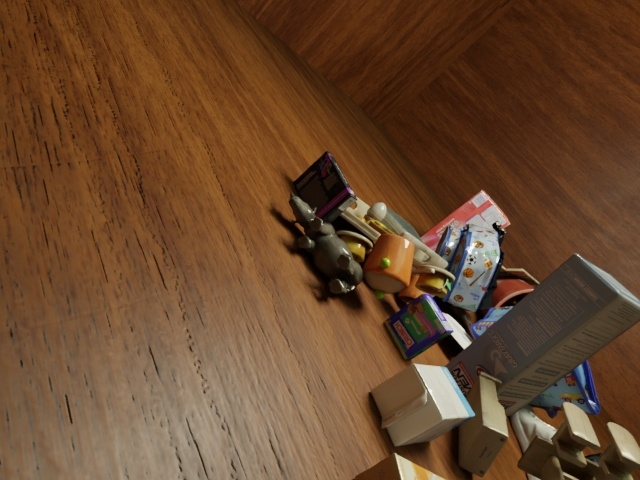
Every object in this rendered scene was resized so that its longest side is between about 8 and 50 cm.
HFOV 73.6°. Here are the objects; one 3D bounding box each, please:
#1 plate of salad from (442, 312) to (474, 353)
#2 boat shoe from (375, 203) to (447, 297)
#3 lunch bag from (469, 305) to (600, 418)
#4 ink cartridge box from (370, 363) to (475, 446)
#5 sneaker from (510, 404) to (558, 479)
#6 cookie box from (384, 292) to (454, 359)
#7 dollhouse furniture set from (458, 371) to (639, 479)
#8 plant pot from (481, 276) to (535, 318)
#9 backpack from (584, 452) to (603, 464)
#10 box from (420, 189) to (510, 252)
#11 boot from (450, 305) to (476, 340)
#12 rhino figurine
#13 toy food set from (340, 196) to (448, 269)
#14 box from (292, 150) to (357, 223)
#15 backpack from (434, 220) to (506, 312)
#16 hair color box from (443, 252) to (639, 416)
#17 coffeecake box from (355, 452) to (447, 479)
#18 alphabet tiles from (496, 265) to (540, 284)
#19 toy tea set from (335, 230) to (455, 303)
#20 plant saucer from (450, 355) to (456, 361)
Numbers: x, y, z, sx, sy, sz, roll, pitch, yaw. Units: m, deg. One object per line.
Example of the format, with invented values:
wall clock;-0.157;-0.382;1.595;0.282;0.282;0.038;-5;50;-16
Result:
plate of salad;0.361;0.262;1.115;0.200;0.048;0.200;44;11;-11
boat shoe;0.239;0.025;1.229;0.320;0.103;0.118;54;22;23
lunch bag;0.559;0.325;1.103;0.138;0.221;0.293;-24;95;-39
ink cartridge box;0.156;0.255;0.669;0.143;0.092;0.090;25;31;-47
sneaker;0.537;0.472;1.001;0.106;0.123;0.290;45;20;-5
cookie box;0.196;0.174;0.862;0.040;0.107;0.091;17;37;-50
dollhouse furniture set;0.382;0.370;0.763;0.242;0.212;0.161;24;20;11
plant pot;0.688;0.258;1.496;0.272;0.272;0.265;47;13;-5
backpack;0.684;0.596;1.073;0.098;0.120;0.101;16;39;-56
box;0.512;-0.033;1.553;0.154;0.300;0.142;51;22;8
boot;0.448;0.259;1.310;0.106;0.037;0.114;34;30;-28
rhino figurine;0.000;0.000;0.824;0.243;0.073;0.106;56;9;22
toy food set;0.158;-0.043;1.071;0.220;0.092;0.306;29;8;-46
box;0.006;-0.114;0.970;0.029;0.116;0.162;28;30;-46
backpack;0.440;0.080;1.288;0.213;0.276;0.263;12;17;8
hair color box;0.457;0.214;0.895;0.185;0.374;0.113;21;29;-36
coffeecake box;0.135;0.356;0.493;0.185;0.068;0.142;38;23;-27
alphabet tiles;0.673;0.139;1.672;0.343;0.285;0.011;25;71;-46
toy tea set;0.166;0.097;0.930;0.336;0.200;0.124;32;71;-33
plant saucer;0.349;0.319;1.041;0.083;0.013;0.083;41;22;-21
